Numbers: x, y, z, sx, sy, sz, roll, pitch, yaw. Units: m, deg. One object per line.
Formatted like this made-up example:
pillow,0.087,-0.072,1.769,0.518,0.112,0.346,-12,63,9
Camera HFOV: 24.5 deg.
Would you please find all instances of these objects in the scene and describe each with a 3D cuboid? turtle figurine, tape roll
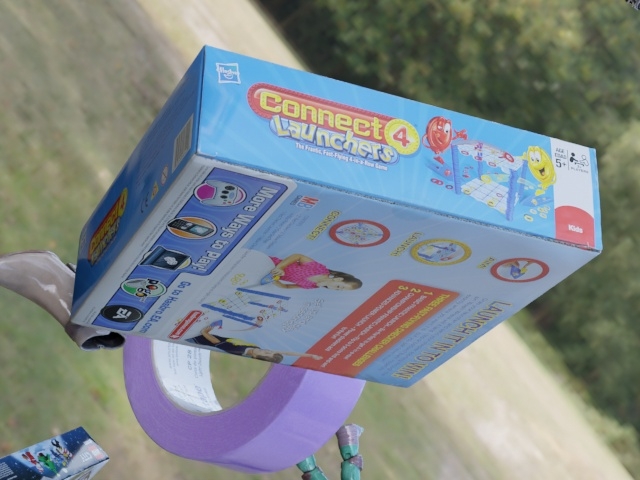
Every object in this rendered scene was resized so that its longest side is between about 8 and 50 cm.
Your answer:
turtle figurine,0.036,0.383,2.073,0.118,0.175,0.234,113,-36,-59
tape roll,-0.076,0.096,1.510,0.090,0.275,0.274,24,24,-46

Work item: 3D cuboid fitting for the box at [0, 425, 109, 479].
box,-0.295,0.248,1.283,0.044,0.159,0.233,47,15,9

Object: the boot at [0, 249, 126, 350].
boot,-0.213,0.053,1.221,0.118,0.042,0.087,6,42,-50

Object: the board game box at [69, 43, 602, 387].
board game box,0.000,0.000,1.110,0.302,0.308,0.086,13,62,-21

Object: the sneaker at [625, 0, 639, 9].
sneaker,0.376,-0.296,1.730,0.052,0.135,0.058,78,14,-77
